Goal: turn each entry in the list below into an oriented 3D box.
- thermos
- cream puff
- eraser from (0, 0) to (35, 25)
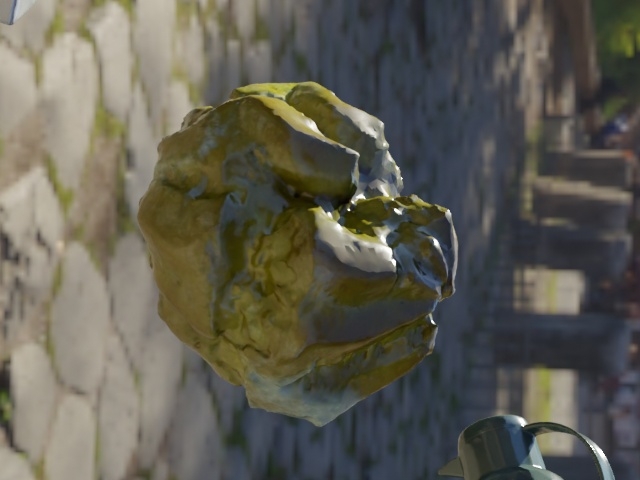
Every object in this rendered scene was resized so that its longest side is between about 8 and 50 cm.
[{"bbox_3d":[0.215,0.303,1.659,0.145,0.182,0.286,29,40,-47],"label":"thermos"},{"bbox_3d":[0.000,0.000,1.793,0.378,0.275,0.378,25,60,-55],"label":"cream puff"},{"bbox_3d":[-0.162,-0.223,0.803,0.052,0.095,0.225,-69,178,-60],"label":"eraser"}]
